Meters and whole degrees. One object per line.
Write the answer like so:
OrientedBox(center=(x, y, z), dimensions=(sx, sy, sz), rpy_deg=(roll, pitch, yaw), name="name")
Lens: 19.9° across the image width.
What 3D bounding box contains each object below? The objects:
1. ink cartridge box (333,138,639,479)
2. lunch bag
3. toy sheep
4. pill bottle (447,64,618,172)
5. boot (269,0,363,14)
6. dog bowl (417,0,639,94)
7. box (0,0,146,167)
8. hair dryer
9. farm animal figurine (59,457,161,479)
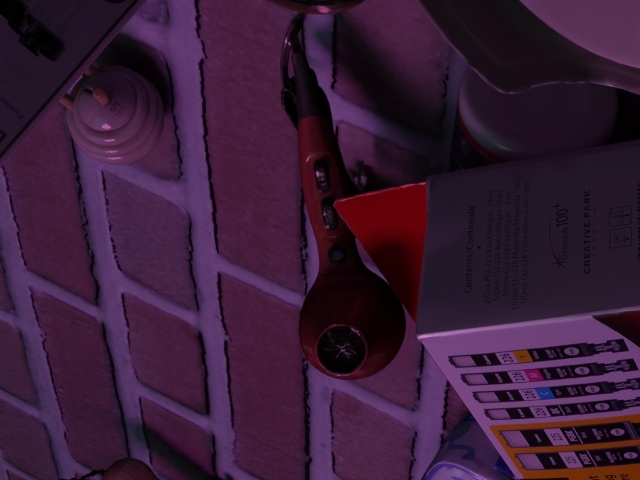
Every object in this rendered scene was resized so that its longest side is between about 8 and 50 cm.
OrientedBox(center=(0.180, 0.078, 1.247), dimensions=(0.271, 0.130, 0.309), rpy_deg=(-9, 145, 21), name="ink cartridge box")
OrientedBox(center=(0.198, 0.255, 1.663), dimensions=(0.219, 0.090, 0.176), rpy_deg=(31, 151, 7), name="lunch bag")
OrientedBox(center=(-0.175, -0.107, 1.533), dimensions=(0.091, 0.091, 0.132), rpy_deg=(29, 178, 12), name="toy sheep")
OrientedBox(center=(0.143, -0.048, 1.276), dimensions=(0.108, 0.108, 0.180), rpy_deg=(26, 149, 16), name="pill bottle")
OrientedBox(center=(-0.037, -0.234, 1.161), dimensions=(0.219, 0.082, 0.106), rpy_deg=(51, 155, 41), name="boot")
OrientedBox(center=(0.178, -0.213, 0.932), dimensions=(0.348, 0.102, 0.349), rpy_deg=(27, 135, 30), name="dog bowl")
OrientedBox(center=(-0.214, -0.140, 1.324), dimensions=(0.087, 0.290, 0.169), rpy_deg=(41, 150, -10), name="box")
OrientedBox(center=(0.000, 0.000, 1.338), dimensions=(0.080, 0.293, 0.224), rpy_deg=(-20, 133, 8), name="hair dryer")
OrientedBox(center=(-0.118, 0.386, 2.111), dimensions=(0.326, 0.172, 0.330), rpy_deg=(10, 135, 18), name="farm animal figurine")
